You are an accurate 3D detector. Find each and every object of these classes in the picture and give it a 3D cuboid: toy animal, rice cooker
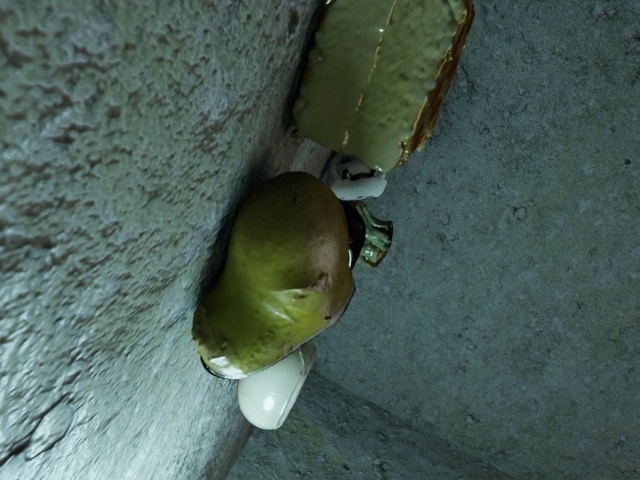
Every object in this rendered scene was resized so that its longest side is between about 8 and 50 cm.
[{"bbox_3d":[0.116,-0.236,1.479,0.204,0.208,0.156,98,-16,-60],"label":"toy animal"},{"bbox_3d":[0.000,0.000,1.229,0.224,0.267,0.267,-65,175,-57],"label":"rice cooker"}]

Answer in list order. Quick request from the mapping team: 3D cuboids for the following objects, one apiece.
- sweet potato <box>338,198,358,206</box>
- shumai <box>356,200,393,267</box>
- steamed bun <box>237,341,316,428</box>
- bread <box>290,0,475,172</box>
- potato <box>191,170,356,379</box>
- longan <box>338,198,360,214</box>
[{"bbox_3d":[0.127,-0.263,1.648,0.130,0.130,0.423,-53,165,-53],"label":"sweet potato"},{"bbox_3d":[0.164,-0.018,1.928,0.397,0.323,0.324,-63,173,-14],"label":"shumai"},{"bbox_3d":[-0.183,0.514,1.605,0.374,0.241,0.374,24,90,-86],"label":"steamed bun"},{"bbox_3d":[0.143,-0.369,0.920,0.390,0.279,0.371,-43,155,-63],"label":"bread"},{"bbox_3d":[-0.119,0.037,0.859,0.397,0.290,0.296,-25,125,-13],"label":"potato"},{"bbox_3d":[0.053,-0.078,1.617,0.204,0.185,0.159,-14,-113,45],"label":"longan"}]
